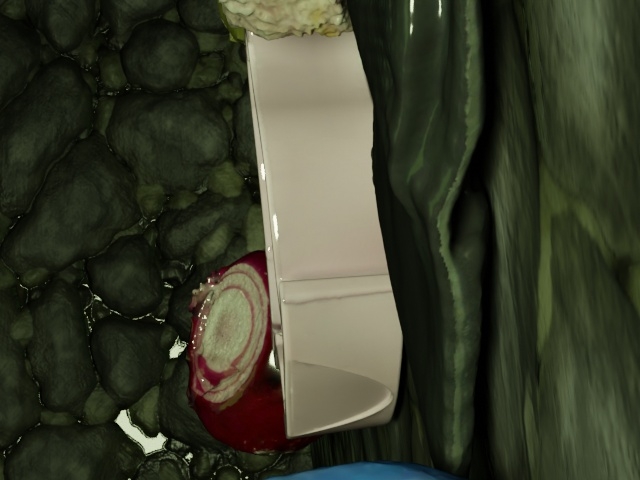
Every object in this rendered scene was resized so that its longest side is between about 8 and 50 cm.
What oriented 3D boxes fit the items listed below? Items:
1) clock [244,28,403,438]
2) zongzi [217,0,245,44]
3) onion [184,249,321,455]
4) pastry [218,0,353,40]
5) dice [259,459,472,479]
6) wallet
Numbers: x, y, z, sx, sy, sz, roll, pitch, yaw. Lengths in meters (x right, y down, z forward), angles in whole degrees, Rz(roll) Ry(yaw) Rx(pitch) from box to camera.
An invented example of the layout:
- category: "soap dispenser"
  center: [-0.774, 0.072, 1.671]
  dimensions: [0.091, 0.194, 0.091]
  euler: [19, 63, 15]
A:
- category: "clock"
  center: [0.000, 0.000, 0.997]
  dimensions: [0.290, 0.080, 0.275]
  euler: [92, 172, -59]
- category: "zongzi"
  center: [-0.056, -0.283, 1.315]
  dimensions: [0.204, 0.094, 0.205]
  euler: [-94, -1, -65]
- category: "onion"
  center: [-0.014, 0.101, 1.209]
  dimensions: [0.198, 0.135, 0.173]
  euler: [8, 87, 47]
- category: "pastry"
  center: [-0.027, -0.218, 0.791]
  dimensions: [0.265, 0.112, 0.103]
  euler: [90, -176, -50]
- category: "dice"
  center: [0.013, 0.180, 0.546]
  dimensions: [0.146, 0.146, 0.143]
  euler: [-101, 4, -46]
- category: "wallet"
  center: [0.037, -0.076, 0.596]
  dimensions: [0.247, 0.041, 0.323]
  euler: [-98, 1, -52]
